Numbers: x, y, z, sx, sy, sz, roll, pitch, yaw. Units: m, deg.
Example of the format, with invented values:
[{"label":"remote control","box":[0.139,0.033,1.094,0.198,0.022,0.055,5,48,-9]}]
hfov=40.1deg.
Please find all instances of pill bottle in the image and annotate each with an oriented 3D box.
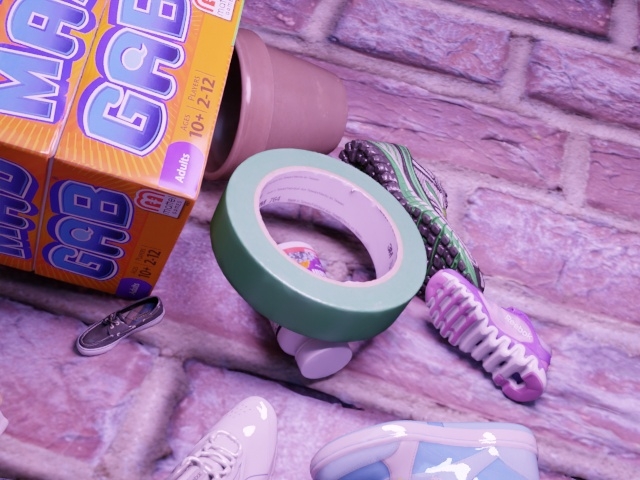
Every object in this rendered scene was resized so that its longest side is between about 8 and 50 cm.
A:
[{"label":"pill bottle","box":[-0.025,0.105,1.316,0.108,0.108,0.193,-13,55,-17]}]

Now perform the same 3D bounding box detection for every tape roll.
[{"label":"tape roll","box":[0.000,0.000,1.297,0.321,0.077,0.321,18,40,-16]}]

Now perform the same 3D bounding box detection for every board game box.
[{"label":"board game box","box":[-0.350,-0.175,1.257,0.356,0.356,0.356,16,60,-14]}]

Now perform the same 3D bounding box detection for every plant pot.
[{"label":"plant pot","box":[-0.086,-0.226,1.515,0.229,0.263,0.263,1,49,-31]}]

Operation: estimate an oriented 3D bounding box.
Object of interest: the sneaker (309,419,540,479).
[{"label":"sneaker","box":[0.152,0.349,1.134,0.319,0.127,0.208,-2,50,-8]}]

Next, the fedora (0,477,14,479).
[{"label":"fedora","box":[-0.368,0.402,0.891,0.334,0.152,0.334,7,65,-15]}]

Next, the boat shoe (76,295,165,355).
[{"label":"boat shoe","box":[-0.300,0.122,1.309,0.142,0.040,0.049,-27,60,-26]}]

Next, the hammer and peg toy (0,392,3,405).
[{"label":"hammer and peg toy","box":[-0.598,0.184,1.093,0.361,0.127,0.266,-30,43,-13]}]

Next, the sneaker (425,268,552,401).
[{"label":"sneaker","box":[0.263,0.130,1.334,0.236,0.095,0.104,46,49,5]}]

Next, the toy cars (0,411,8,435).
[{"label":"toy cars","box":[-0.473,0.299,1.115,0.176,0.087,0.394,-20,57,-22]}]

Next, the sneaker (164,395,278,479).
[{"label":"sneaker","box":[-0.141,0.314,1.121,0.111,0.129,0.297,24,51,14]}]

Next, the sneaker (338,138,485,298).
[{"label":"sneaker","box":[0.173,-0.042,1.448,0.146,0.134,0.343,-12,60,-36]}]
